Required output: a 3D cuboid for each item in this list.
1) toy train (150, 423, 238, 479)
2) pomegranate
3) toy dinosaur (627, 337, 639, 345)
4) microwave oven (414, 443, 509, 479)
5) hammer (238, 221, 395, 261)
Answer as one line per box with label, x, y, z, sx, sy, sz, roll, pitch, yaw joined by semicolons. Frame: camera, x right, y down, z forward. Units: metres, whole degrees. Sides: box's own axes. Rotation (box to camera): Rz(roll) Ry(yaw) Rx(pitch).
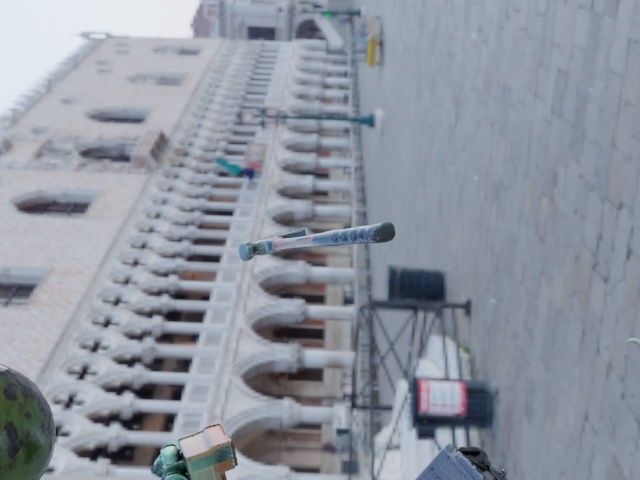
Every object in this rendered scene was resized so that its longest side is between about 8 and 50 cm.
toy train;-0.167;0.357;1.263;0.074;0.118;0.176;-141;37;-65
pomegranate;-0.488;0.311;1.203;0.242;0.242;0.306;92;-179;-62
toy dinosaur;0.610;0.237;1.493;0.212;0.057;0.142;-3;70;50
microwave oven;0.291;0.515;1.694;0.178;0.188;0.247;47;-174;40
hammer;0.000;-0.001;1.379;0.287;0.111;0.033;-6;96;49
